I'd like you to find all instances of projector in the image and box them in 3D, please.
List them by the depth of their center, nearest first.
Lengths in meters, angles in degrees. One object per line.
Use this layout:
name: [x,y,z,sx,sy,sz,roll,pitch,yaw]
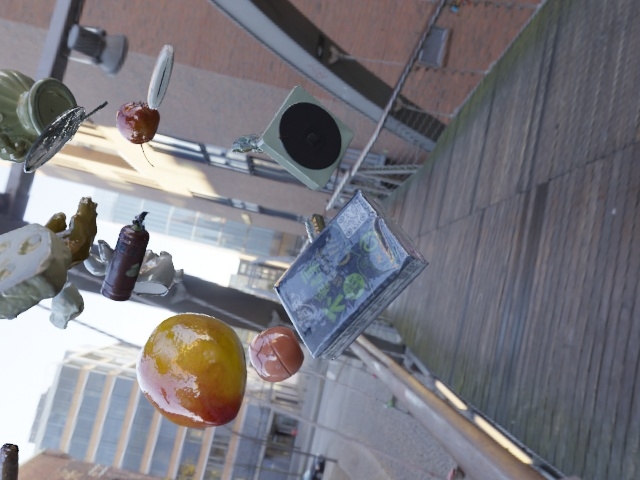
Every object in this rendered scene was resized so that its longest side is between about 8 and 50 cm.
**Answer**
projector: [-0.047,-0.330,1.784,0.079,0.259,0.257,-21,36,58]

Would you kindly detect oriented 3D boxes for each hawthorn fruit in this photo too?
hawthorn fruit: [-0.725,-0.418,2.194,0.165,0.165,0.285,-81,1,-51]

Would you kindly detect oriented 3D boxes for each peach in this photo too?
peach: [-0.325,0.338,1.403,0.308,0.289,0.289,-101,23,-58]

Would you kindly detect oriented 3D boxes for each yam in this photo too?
yam: [-0.687,0.566,1.189,0.046,0.046,0.264,-96,15,-80]
yam: [0.000,0.000,1.756,0.068,0.068,0.169,108,152,-54]

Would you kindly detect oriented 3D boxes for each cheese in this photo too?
cheese: [-0.873,0.090,1.570,0.318,0.326,0.115,-56,-39,-31]

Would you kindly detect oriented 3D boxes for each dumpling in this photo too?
dumpling: [-0.880,0.232,1.880,0.134,0.169,0.100,-44,-23,9]

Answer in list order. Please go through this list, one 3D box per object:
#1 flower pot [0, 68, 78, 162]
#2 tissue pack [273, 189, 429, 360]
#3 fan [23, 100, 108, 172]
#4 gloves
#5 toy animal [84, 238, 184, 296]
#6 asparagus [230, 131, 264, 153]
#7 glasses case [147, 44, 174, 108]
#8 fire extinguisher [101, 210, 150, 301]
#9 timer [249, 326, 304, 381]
flower pot: [-0.957,-0.408,1.777,0.307,0.244,0.307,-3,-90,-75]
tissue pack: [0.068,0.094,1.498,0.394,0.124,0.288,-48,48,18]
fan: [-0.634,-0.286,1.368,0.294,0.012,0.223,-53,12,-20]
gloves: [-0.874,-0.001,1.880,0.356,0.203,0.155,-67,-33,-30]
toy animal: [-0.672,0.101,1.978,0.208,0.325,0.154,-36,45,37]
asparagus: [-0.230,-0.355,1.979,0.080,0.287,0.080,-11,-77,-52]
glasses case: [-0.489,-0.499,1.674,0.204,0.051,0.081,-63,33,29]
fire extinguisher: [-0.633,0.043,1.822,0.138,0.102,0.344,47,118,53]
timer: [-0.190,0.490,2.352,0.229,0.215,0.229,62,173,14]
